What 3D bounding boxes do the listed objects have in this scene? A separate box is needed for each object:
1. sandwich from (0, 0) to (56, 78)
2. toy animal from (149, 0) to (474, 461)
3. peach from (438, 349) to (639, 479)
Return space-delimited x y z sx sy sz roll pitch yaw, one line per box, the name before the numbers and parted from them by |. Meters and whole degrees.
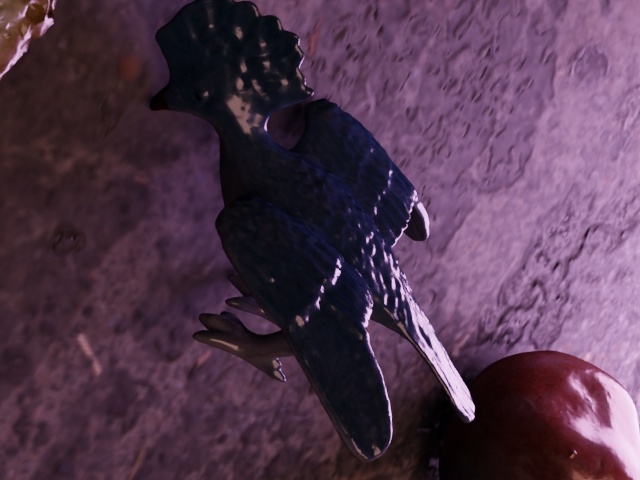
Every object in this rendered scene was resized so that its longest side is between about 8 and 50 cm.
sandwich | -0.242 -0.056 0.394 0.254 0.100 0.288 46 62 -48
toy animal | 0.000 0.000 0.642 0.255 0.239 0.176 31 125 -6
peach | 0.152 0.153 0.876 0.152 0.152 0.152 -19 123 -32
